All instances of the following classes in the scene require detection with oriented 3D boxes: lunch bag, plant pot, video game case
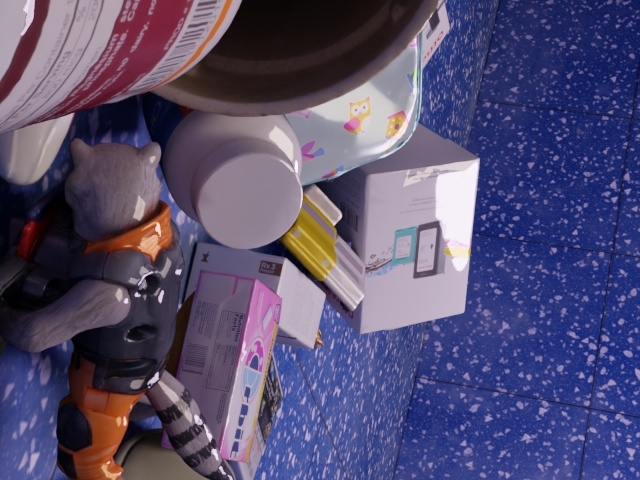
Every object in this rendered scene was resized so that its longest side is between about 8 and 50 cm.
[{"bbox_3d":[-0.019,-0.180,1.175,0.279,0.108,0.224,-21,127,-24],"label":"lunch bag"},{"bbox_3d":[-0.046,-0.311,0.937,0.305,0.334,0.334,-78,171,-66],"label":"plant pot"},{"bbox_3d":[-0.100,0.240,1.553,0.190,0.022,0.173,81,23,-48],"label":"video game case"}]

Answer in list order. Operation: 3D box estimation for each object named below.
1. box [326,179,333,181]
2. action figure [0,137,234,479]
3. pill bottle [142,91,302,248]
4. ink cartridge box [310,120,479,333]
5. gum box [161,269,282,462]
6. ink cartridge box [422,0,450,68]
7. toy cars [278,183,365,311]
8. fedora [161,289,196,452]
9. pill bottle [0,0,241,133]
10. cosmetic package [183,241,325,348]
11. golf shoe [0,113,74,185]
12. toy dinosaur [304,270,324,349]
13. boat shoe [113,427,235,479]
[{"bbox_3d":[-0.014,-0.192,1.488,0.158,0.093,0.156,80,23,-53],"label":"box"},{"bbox_3d":[-0.156,0.054,0.919,0.341,0.178,0.330,-66,160,-55],"label":"action figure"},{"bbox_3d":[-0.087,-0.086,0.978,0.221,0.124,0.124,-121,-154,-56],"label":"pill bottle"},{"bbox_3d":[0.108,-0.025,1.706,0.198,0.197,0.270,-136,-138,-54],"label":"ink cartridge box"},{"bbox_3d":[-0.095,0.125,1.092,0.107,0.062,0.188,48,53,-71],"label":"gum box"},{"bbox_3d":[0.090,-0.329,1.649,0.197,0.114,0.273,-56,163,-6],"label":"ink cartridge box"},{"bbox_3d":[0.000,0.000,1.470,0.087,0.176,0.394,-43,162,-1],"label":"toy cars"},{"bbox_3d":[-0.156,0.132,1.151,0.194,0.079,0.194,8,90,-76],"label":"fedora"},{"bbox_3d":[-0.198,-0.157,0.532,0.392,0.224,0.224,-41,138,-68],"label":"pill bottle"},{"bbox_3d":[-0.077,0.074,1.354,0.231,0.117,0.085,42,59,-72],"label":"cosmetic package"},{"bbox_3d":[-0.202,-0.131,0.780,0.086,0.067,0.186,12,-90,65],"label":"golf shoe"},{"bbox_3d":[-0.026,0.107,1.715,0.211,0.064,0.112,95,-6,-52],"label":"toy dinosaur"},{"bbox_3d":[-0.185,0.293,1.085,0.113,0.127,0.340,-54,180,14],"label":"boat shoe"}]
